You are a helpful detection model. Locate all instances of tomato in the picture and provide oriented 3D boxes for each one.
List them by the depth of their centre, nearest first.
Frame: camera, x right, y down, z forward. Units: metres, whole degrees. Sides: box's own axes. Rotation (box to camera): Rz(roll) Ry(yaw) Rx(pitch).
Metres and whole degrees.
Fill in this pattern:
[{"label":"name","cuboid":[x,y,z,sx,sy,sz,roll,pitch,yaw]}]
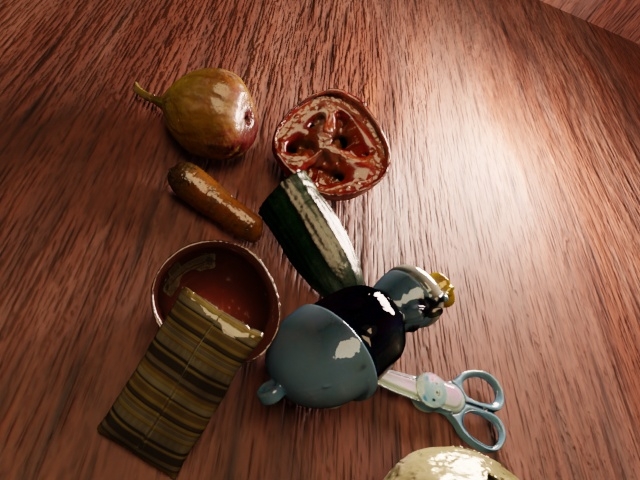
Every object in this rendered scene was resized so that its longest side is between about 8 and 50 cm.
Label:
[{"label":"tomato","cuboid":[0.016,-0.174,0.941,0.228,0.101,0.227,4,71,-12]}]

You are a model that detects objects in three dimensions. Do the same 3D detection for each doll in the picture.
[{"label":"doll","cuboid":[0.049,0.133,0.663,0.314,0.177,0.140,-25,101,-28]}]

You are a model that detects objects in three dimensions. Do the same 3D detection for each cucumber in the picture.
[{"label":"cucumber","cuboid":[0.000,0.000,0.797,0.115,0.063,0.243,-31,79,-18]}]

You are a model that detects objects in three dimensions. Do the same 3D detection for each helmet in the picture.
[{"label":"helmet","cuboid":[-0.136,0.096,0.653,0.175,0.106,0.155,39,63,9]}]

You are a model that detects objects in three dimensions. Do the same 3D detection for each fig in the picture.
[{"label":"fig","cuboid":[-0.237,-0.243,0.872,0.257,0.159,0.159,23,46,17]}]

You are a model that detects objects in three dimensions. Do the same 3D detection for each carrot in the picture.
[{"label":"carrot","cuboid":[-0.171,-0.060,0.796,0.186,0.060,0.060,39,48,-2]}]

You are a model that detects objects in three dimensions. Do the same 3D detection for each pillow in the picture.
[{"label":"pillow","cuboid":[-0.165,0.166,0.559,0.113,0.038,0.203,31,92,2]}]

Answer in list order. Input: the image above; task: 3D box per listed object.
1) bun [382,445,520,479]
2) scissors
[{"label":"bun","cuboid":[0.180,0.364,0.563,0.260,0.152,0.259,11,51,-14]},{"label":"scissors","cuboid":[0.167,0.234,0.736,0.256,0.030,0.125,19,50,-8]}]
